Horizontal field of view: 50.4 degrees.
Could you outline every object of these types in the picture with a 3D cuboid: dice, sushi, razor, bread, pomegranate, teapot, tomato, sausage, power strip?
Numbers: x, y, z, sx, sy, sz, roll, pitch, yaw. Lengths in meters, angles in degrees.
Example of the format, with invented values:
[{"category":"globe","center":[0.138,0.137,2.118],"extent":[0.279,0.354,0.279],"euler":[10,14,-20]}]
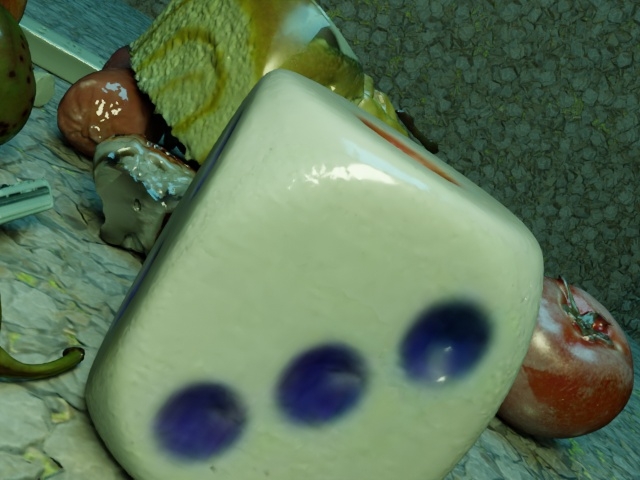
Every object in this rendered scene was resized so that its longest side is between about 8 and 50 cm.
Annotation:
[{"category":"dice","center":[-0.007,0.045,0.594],"extent":[0.277,0.304,0.304],"euler":[29,15,-16]},{"category":"sushi","center":[-0.152,-0.008,0.825],"extent":[0.332,0.124,0.130],"euler":[33,24,1]},{"category":"razor","center":[-0.413,-0.086,0.668],"extent":[0.278,0.056,0.111],"euler":[27,13,0]},{"category":"bread","center":[-0.101,-0.253,0.991],"extent":[0.239,0.264,0.395],"euler":[26,22,-49]},{"category":"pomegranate","center":[-0.425,-0.197,0.756],"extent":[0.211,0.179,0.179],"euler":[17,19,-18]},{"category":"teapot","center":[-0.471,-0.252,1.072],"extent":[0.083,0.057,0.067],"euler":[30,43,7]},{"category":"tomato","center":[0.357,0.188,1.093],"extent":[0.270,0.227,0.270],"euler":[22,36,-17]},{"category":"sausage","center":[-0.311,-0.197,1.050],"extent":[0.148,0.148,0.254],"euler":[32,20,-7]},{"category":"power strip","center":[-0.523,-0.368,1.309],"extent":[0.385,0.062,0.091],"euler":[27,19,-22]}]

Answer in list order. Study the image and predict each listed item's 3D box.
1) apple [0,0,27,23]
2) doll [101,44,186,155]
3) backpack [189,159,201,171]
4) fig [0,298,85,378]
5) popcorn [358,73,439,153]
[{"category":"apple","center":[-0.567,-0.399,1.088],"extent":[0.195,0.173,0.160],"euler":[38,16,-1]},{"category":"doll","center":[-0.276,-0.262,1.256],"extent":[0.256,0.196,0.152],"euler":[33,-22,-15]},{"category":"backpack","center":[-0.153,-0.104,1.175],"extent":[0.120,0.105,0.165],"euler":[-10,24,-39]},{"category":"fig","center":[-0.250,0.063,0.472],"extent":[0.124,0.124,0.236],"euler":[45,-6,36]},{"category":"popcorn","center":[0.065,-0.200,1.470],"extent":[0.382,0.348,0.349],"euler":[-3,13,6]}]
